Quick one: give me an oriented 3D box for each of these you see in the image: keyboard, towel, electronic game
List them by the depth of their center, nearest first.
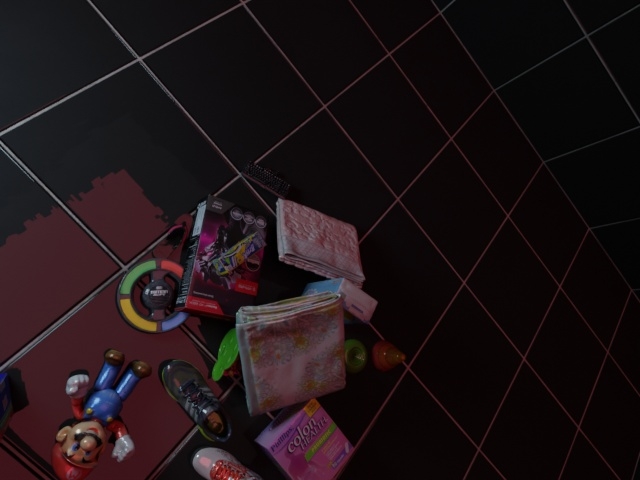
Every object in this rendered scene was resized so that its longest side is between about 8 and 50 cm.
[{"bbox_3d":[-0.080,0.340,1.296,0.321,0.090,0.374,-9,115,-15],"label":"towel"},{"bbox_3d":[-0.492,0.166,1.306,0.230,0.048,0.229,6,76,-27],"label":"electronic game"},{"bbox_3d":[0.000,0.000,1.525,0.332,0.053,0.316,21,36,-23],"label":"towel"},{"bbox_3d":[-0.190,-0.230,1.557,0.180,0.023,0.108,31,48,-14],"label":"keyboard"}]

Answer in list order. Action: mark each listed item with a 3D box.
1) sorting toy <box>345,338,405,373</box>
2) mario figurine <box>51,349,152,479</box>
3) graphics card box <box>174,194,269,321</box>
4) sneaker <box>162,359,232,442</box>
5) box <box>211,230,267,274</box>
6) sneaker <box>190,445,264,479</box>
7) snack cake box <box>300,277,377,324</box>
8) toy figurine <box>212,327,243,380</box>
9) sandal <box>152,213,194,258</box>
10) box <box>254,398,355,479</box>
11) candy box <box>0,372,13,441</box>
[{"bbox_3d":[0.168,0.425,1.572,0.366,0.126,0.126,8,76,-28],"label":"sorting toy"},{"bbox_3d":[-0.569,0.459,1.125,0.198,0.170,0.320,13,60,10],"label":"mario figurine"},{"bbox_3d":[-0.307,0.063,1.383,0.233,0.094,0.370,20,67,-33],"label":"graphics card box"},{"bbox_3d":[-0.351,0.475,1.274,0.111,0.121,0.299,-42,100,-29],"label":"sneaker"},{"bbox_3d":[-0.250,0.038,1.334,0.169,0.059,0.054,-39,103,-38],"label":"box"},{"bbox_3d":[-0.249,0.701,1.268,0.270,0.145,0.090,41,63,-15],"label":"sneaker"},{"bbox_3d":[0.051,0.212,1.471,0.152,0.264,0.089,36,66,-18],"label":"snack cake box"},{"bbox_3d":[-0.236,0.385,1.377,0.159,0.130,0.173,27,89,-32],"label":"toy figurine"},{"bbox_3d":[-0.459,-0.011,1.367,0.067,0.040,0.179,40,63,-16],"label":"sandal"},{"bbox_3d":[-0.049,0.667,1.403,0.214,0.117,0.242,-40,99,-29],"label":"box"},{"bbox_3d":[-0.865,0.403,0.921,0.318,0.268,0.122,-11,88,-30],"label":"candy box"}]
